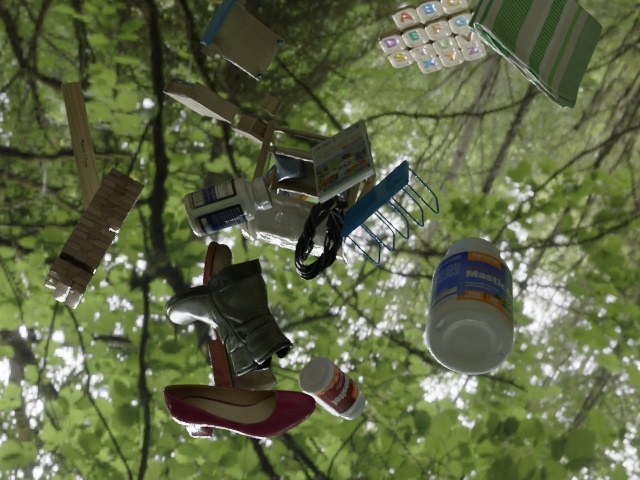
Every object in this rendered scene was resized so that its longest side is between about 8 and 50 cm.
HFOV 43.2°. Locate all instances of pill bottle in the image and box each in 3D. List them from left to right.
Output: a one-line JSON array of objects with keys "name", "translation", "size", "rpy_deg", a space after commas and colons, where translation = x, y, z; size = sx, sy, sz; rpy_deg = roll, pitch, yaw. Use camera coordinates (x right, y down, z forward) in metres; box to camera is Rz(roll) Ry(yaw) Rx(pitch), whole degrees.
[{"name": "pill bottle", "translation": [-0.189, -0.076, 1.677], "size": [0.169, 0.094, 0.094], "rpy_deg": [-17, -144, 2]}, {"name": "pill bottle", "translation": [0.029, 0.314, 1.692], "size": [0.152, 0.086, 0.086], "rpy_deg": [45, -167, -38]}, {"name": "pill bottle", "translation": [0.278, 0.106, 1.483], "size": [0.152, 0.152, 0.272], "rpy_deg": [18, -148, 2]}]

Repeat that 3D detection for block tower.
[{"name": "block tower", "translation": [-0.515, -0.016, 1.851], "size": [0.090, 0.097, 0.336], "rpy_deg": [29, -126, -13]}]

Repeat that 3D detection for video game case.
[{"name": "video game case", "translation": [0.030, -0.111, 1.117], "size": [0.011, 0.087, 0.122], "rpy_deg": [49, -158, -35]}]

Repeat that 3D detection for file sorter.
[{"name": "file sorter", "translation": [0.140, -0.053, 1.597], "size": [0.104, 0.170, 0.118], "rpy_deg": [43, -159, -13]}]

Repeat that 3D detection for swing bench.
[{"name": "swing bench", "translation": [-0.032, -0.107, 1.847], "size": [0.253, 0.165, 0.255], "rpy_deg": [14, -113, 16]}]

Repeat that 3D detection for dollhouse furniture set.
[{"name": "dollhouse furniture set", "translation": [-0.224, -0.466, 2.168], "size": [0.286, 0.304, 0.198], "rpy_deg": [29, 179, -34]}]

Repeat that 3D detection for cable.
[{"name": "cable", "translation": [0.000, 0.000, 1.653], "size": [0.047, 0.185, 0.150], "rpy_deg": [27, -167, 22]}]

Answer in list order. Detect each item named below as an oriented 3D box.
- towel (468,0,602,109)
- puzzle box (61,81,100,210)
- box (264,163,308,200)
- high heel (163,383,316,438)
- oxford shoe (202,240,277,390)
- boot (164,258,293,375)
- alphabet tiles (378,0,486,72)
[{"name": "towel", "translation": [0.482, -0.471, 1.775], "size": [0.324, 0.248, 0.038], "rpy_deg": [32, 163, -25]}, {"name": "puzzle box", "translation": [-0.630, -0.197, 2.184], "size": [0.052, 0.409, 0.272], "rpy_deg": [-11, 179, -15]}, {"name": "box", "translation": [-0.097, -0.143, 2.202], "size": [0.136, 0.081, 0.028], "rpy_deg": [53, -154, 22]}, {"name": "high heel", "translation": [-0.135, 0.264, 1.332], "size": [0.243, 0.117, 0.082], "rpy_deg": [-8, -138, 19]}, {"name": "oxford shoe", "translation": [-0.159, 0.151, 1.605], "size": [0.130, 0.123, 0.348], "rpy_deg": [-10, -119, -2]}, {"name": "boot", "translation": [-0.150, 0.139, 1.257], "size": [0.083, 0.246, 0.161], "rpy_deg": [-13, -101, -43]}, {"name": "alphabet tiles", "translation": [0.290, -0.488, 1.931], "size": [0.284, 0.278, 0.021], "rpy_deg": [-13, -114, 18]}]
